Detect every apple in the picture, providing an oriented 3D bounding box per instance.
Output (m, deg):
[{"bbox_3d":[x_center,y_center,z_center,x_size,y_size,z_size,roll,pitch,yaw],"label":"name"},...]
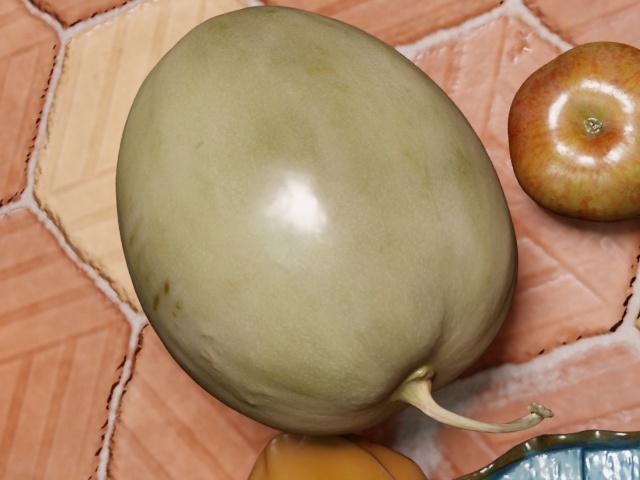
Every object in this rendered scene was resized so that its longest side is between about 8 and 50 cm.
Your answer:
[{"bbox_3d":[0.186,-0.075,0.908,0.126,0.102,0.126,-4,79,20],"label":"apple"}]

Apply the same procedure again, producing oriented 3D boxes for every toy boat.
[{"bbox_3d":[0.176,0.161,0.883,0.185,0.077,0.075,-6,76,22],"label":"toy boat"}]

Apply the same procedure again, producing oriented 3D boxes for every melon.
[{"bbox_3d":[-0.007,-0.012,0.893,0.272,0.272,0.308,-39,42,11],"label":"melon"}]

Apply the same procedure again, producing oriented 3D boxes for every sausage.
[{"bbox_3d":[-0.001,0.249,0.918,0.136,0.120,0.241,6,84,37],"label":"sausage"}]
